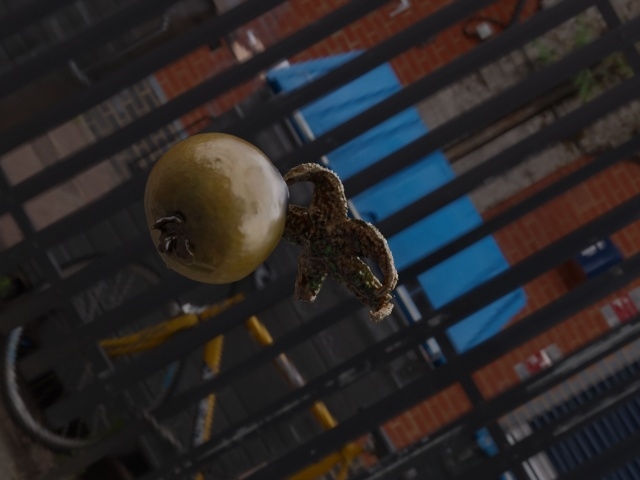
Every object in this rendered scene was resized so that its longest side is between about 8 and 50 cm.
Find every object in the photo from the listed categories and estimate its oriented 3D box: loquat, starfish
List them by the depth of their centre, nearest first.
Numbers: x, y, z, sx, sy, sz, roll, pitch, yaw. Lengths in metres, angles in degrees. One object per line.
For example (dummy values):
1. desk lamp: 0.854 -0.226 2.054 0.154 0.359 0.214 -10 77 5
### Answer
1. loquat: -0.104 -0.032 1.086 0.163 0.137 0.163 -31 125 -58
2. starfish: 0.006 0.000 1.162 0.209 0.150 0.053 28 18 30
